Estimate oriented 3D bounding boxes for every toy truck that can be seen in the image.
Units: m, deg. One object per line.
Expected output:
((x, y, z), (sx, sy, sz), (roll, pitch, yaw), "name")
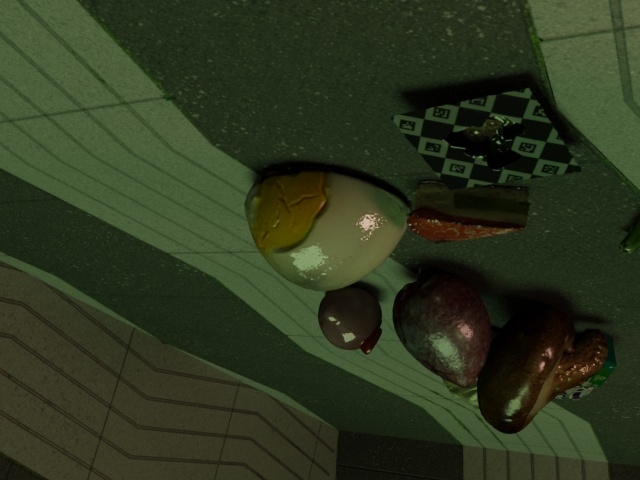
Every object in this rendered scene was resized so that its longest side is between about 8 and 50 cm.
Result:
((0.665, 0.321, 2.299), (0.124, 0.114, 0.253), (3, 148, 0), "toy truck")

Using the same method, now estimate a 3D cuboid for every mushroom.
((0.491, 0.304, 2.132), (0.345, 0.345, 0.239), (33, -179, -41), "mushroom")

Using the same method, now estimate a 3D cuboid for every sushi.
((0.260, -0.169, 1.399), (0.231, 0.047, 0.219), (-7, 147, 34), "sushi")

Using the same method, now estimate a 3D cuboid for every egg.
((0.000, 0.000, 1.788), (0.337, 0.201, 0.337), (13, 162, 4), "egg")

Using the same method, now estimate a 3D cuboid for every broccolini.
((0.560, -0.046, 1.470), (0.079, 0.074, 0.392), (47, 165, 19), "broccolini")

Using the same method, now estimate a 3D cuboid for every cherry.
((0.282, 0.197, 2.061), (0.203, 0.300, 0.230), (-27, -179, -30), "cherry")

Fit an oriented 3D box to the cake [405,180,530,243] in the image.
((0.254, -0.060, 1.625), (0.116, 0.086, 0.220), (26, 157, -36), "cake")

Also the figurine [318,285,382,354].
((0.074, 0.197, 2.301), (0.173, 0.173, 0.173), (12, 160, 4), "figurine")

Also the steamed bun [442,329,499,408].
((0.457, 0.366, 2.442), (0.276, 0.203, 0.289), (-9, 151, 45), "steamed bun")
